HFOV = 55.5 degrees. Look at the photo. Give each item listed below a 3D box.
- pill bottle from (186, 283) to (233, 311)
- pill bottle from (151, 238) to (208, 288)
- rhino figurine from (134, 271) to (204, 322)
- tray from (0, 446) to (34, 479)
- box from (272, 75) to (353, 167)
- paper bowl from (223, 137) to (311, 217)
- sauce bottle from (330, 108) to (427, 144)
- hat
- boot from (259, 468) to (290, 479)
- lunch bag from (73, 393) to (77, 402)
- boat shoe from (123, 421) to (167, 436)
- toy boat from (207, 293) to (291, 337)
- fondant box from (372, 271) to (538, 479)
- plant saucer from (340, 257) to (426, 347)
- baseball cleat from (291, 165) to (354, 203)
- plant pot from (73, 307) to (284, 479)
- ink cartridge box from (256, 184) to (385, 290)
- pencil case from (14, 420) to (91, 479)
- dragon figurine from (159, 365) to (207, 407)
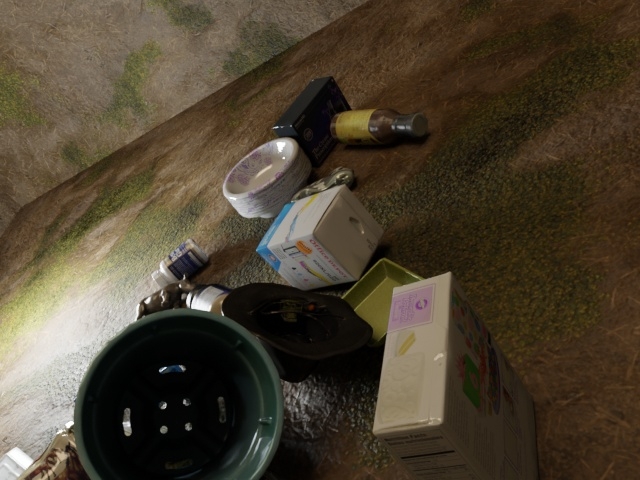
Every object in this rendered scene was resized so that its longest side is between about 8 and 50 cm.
[{"bbox_3d":[-0.260,0.180,1.590,0.122,0.122,0.219,-50,33,-20],"label":"pill bottle"},{"bbox_3d":[-0.448,0.080,1.931,0.169,0.094,0.094,-40,32,-5],"label":"pill bottle"},{"bbox_3d":[-0.456,0.173,1.840,0.243,0.073,0.106,-33,35,4],"label":"rhino figurine"},{"bbox_3d":[-0.834,0.648,1.634,0.271,0.030,0.145,2,48,46],"label":"tray"},{"bbox_3d":[-0.015,-0.397,2.041,0.103,0.184,0.261,2,49,46],"label":"box"},{"bbox_3d":[-0.156,-0.184,1.937,0.284,0.148,0.284,-25,33,18],"label":"paper bowl"},{"bbox_3d":[0.174,-0.348,1.860,0.344,0.111,0.111,11,55,52],"label":"sauce bottle"},{"bbox_3d":[-0.059,0.201,1.234,0.331,0.332,0.133,36,118,57],"label":"hat"},{"bbox_3d":[-0.109,0.500,1.065,0.237,0.085,0.178,3,52,48],"label":"boot"},{"bbox_3d":[-0.623,0.433,1.675,0.067,0.065,0.098,3,46,26],"label":"lunch bag"},{"bbox_3d":[-0.405,0.456,1.427,0.228,0.079,0.081,1,41,37],"label":"boat shoe"},{"bbox_3d":[-0.151,0.214,1.432,0.231,0.151,0.150,12,87,22],"label":"toy boat"},{"bbox_3d":[0.205,0.243,0.852,0.096,0.330,0.238,-18,36,29],"label":"fondant box"},{"bbox_3d":[0.134,0.141,1.326,0.188,0.045,0.188,-44,33,-11],"label":"plant saucer"},{"bbox_3d":[0.012,-0.156,1.829,0.206,0.072,0.109,-21,21,16],"label":"baseball cleat"},{"bbox_3d":[-0.270,0.330,1.156,0.341,0.341,0.334,-53,2,-24],"label":"plant pot"},{"bbox_3d":[0.000,0.000,1.485,0.233,0.171,0.168,-16,35,49],"label":"ink cartridge box"},{"bbox_3d":[-0.665,0.608,1.377,0.410,0.183,0.160,-45,32,-14],"label":"pencil case"},{"bbox_3d":[-0.355,0.344,1.448,0.289,0.144,0.085,-24,34,21],"label":"dragon figurine"}]
